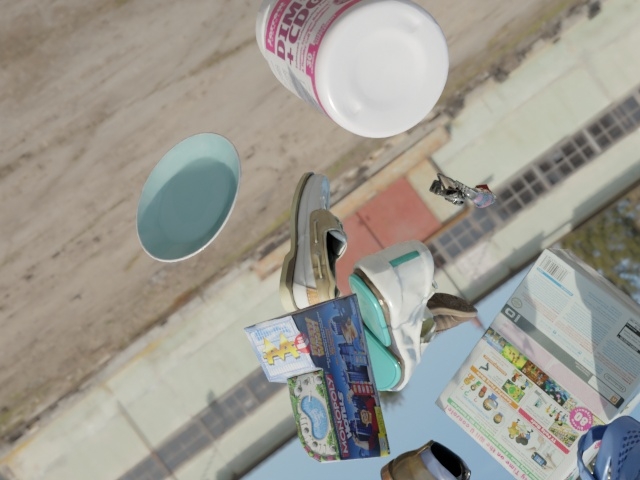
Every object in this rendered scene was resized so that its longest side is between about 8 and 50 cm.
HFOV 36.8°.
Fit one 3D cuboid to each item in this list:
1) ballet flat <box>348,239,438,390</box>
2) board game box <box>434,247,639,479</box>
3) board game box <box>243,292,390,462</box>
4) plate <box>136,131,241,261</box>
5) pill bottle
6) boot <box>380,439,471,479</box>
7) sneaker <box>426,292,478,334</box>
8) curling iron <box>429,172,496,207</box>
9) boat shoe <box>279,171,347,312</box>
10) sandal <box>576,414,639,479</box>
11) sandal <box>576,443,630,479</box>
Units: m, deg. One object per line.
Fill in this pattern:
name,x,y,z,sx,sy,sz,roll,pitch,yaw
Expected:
ballet flat,0.121,0.120,1.458,0.139,0.139,0.400,-37,156,-15
board game box,0.347,0.197,1.419,0.097,0.224,0.303,5,123,-57
board game box,-0.004,0.144,1.034,0.060,0.194,0.194,-18,163,22
plate,-0.172,-0.056,1.286,0.188,0.188,0.024,-37,141,20
pill bottle,0.024,-0.238,1.178,0.160,0.160,0.283,-37,-150,-5
boot,0.203,0.398,1.465,0.106,0.219,0.082,-48,-177,34
sneaker,0.198,0.138,1.718,0.188,0.066,0.071,4,118,-38
curling iron,0.226,-0.071,1.416,0.274,0.068,0.035,-3,118,-67
boat shoe,0.000,0.000,1.814,0.103,0.302,0.113,-5,147,18
sandal,0.378,0.270,1.135,0.126,0.138,0.317,-18,162,-11
sandal,0.546,0.399,1.712,0.086,0.303,0.120,-37,139,-77
